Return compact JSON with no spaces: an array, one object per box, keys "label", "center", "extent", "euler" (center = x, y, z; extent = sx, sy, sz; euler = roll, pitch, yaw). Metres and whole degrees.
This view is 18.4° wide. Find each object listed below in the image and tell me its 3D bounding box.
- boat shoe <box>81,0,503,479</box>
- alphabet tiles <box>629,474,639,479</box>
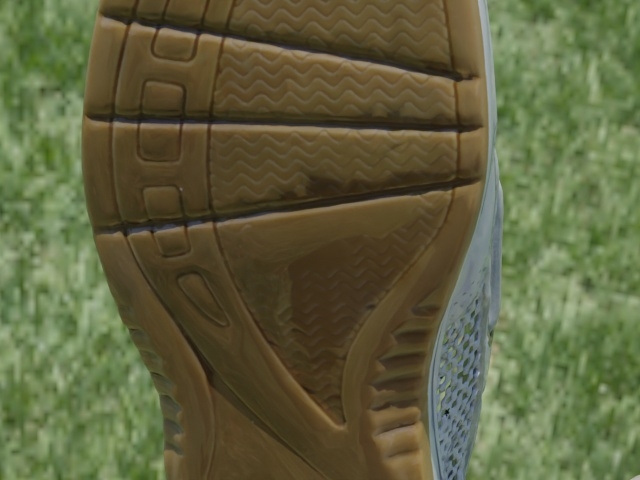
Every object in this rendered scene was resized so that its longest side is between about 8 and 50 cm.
[{"label":"boat shoe","center":[0.000,0.000,0.524],"extent":[0.098,0.277,0.096],"euler":[7,32,11]},{"label":"alphabet tiles","center":[0.104,0.235,0.737],"extent":[0.284,0.278,0.021],"euler":[35,8,-16]}]
